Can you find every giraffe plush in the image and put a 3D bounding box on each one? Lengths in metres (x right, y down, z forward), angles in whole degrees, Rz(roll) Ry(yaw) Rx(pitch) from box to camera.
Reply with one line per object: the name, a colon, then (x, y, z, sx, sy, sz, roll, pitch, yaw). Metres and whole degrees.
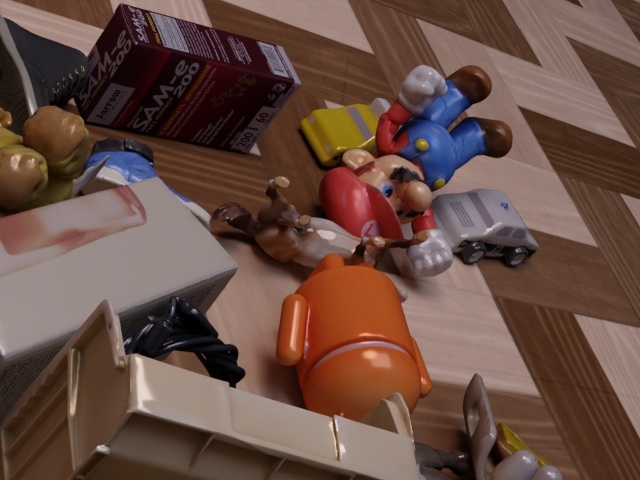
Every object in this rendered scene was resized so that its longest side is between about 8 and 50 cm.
giraffe plush: (-0.317, -0.080, 1.163, 0.170, 0.181, 0.210, 33, 24, 2)

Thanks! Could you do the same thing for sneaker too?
sneaker: (-0.184, -0.063, 1.366, 0.152, 0.058, 0.084, 22, 45, -17)
sneaker: (-0.293, -0.158, 1.343, 0.118, 0.083, 0.222, 11, 41, -39)

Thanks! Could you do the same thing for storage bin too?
storage bin: (-0.101, 0.187, 0.963, 0.262, 0.260, 0.123, 21, 41, -29)

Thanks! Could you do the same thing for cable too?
cable: (-0.132, 0.141, 1.092, 0.047, 0.150, 0.184, 23, -22, 29)

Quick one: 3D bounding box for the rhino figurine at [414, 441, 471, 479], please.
rhino figurine: (0.135, 0.300, 1.242, 0.106, 0.073, 0.243, 12, 39, -48)

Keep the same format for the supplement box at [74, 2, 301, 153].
supplement box: (-0.157, -0.186, 1.478, 0.239, 0.130, 0.073, 8, 45, -40)

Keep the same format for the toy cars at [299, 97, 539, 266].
toy cars: (0.156, -0.088, 1.727, 0.394, 0.087, 0.176, 34, 33, -11)

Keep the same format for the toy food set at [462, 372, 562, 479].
toy food set: (0.279, 0.272, 1.331, 0.306, 0.092, 0.220, 41, 9, -5)

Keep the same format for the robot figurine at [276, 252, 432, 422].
robot figurine: (0.033, 0.115, 1.314, 0.158, 0.128, 0.219, 60, 12, -45)

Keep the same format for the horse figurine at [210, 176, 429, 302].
horse figurine: (0.000, 0.000, 1.423, 0.263, 0.174, 0.066, 18, 70, -11)

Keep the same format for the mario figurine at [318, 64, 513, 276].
mario figurine: (0.138, -0.087, 1.565, 0.198, 0.170, 0.320, 42, 57, 7)

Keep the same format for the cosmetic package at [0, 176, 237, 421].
cosmetic package: (-0.231, 0.058, 1.082, 0.129, 0.153, 0.296, 48, 31, 14)
